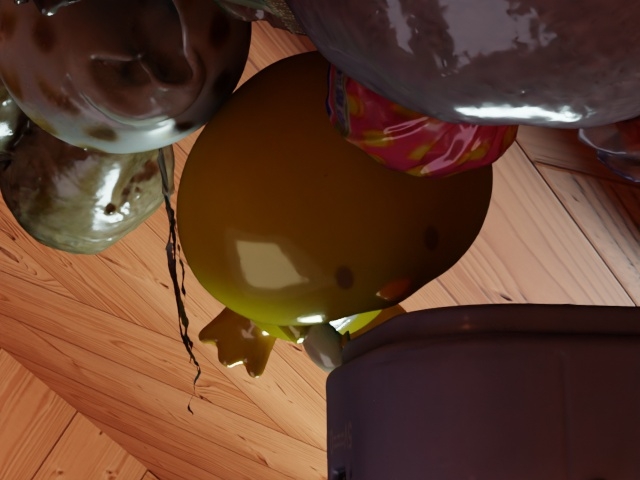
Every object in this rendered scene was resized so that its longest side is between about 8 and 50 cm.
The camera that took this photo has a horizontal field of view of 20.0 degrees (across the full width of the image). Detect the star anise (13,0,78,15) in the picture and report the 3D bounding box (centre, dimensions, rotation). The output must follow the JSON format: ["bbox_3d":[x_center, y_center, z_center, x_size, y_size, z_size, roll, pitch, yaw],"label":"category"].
[{"bbox_3d":[-0.192,-0.248,1.108,0.220,0.099,0.214,61,151,4],"label":"star anise"}]

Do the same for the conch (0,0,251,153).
[{"bbox_3d":[-0.139,-0.152,1.240,0.275,0.182,0.149,23,-160,40],"label":"conch"}]

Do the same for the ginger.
[{"bbox_3d":[-0.265,-0.119,1.613,0.304,0.155,0.244,45,169,-12],"label":"ginger"}]

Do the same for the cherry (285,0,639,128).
[{"bbox_3d":[0.079,-0.146,0.773,0.213,0.183,0.266,6,139,30],"label":"cherry"}]

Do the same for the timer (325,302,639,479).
[{"bbox_3d":[0.183,0.151,1.199,0.395,0.173,0.395,-2,169,0],"label":"timer"}]

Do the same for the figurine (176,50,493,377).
[{"bbox_3d":[0.000,0.000,1.276,0.187,0.215,0.343,57,161,16],"label":"figurine"}]

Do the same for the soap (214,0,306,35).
[{"bbox_3d":[-0.056,-0.217,0.978,0.218,0.098,0.273,16,157,45],"label":"soap"}]

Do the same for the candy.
[{"bbox_3d":[0.163,-0.081,0.999,0.365,0.124,0.124,8,153,34],"label":"candy"}]

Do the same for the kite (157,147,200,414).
[{"bbox_3d":[-0.120,-0.031,1.394,0.015,0.310,0.169,-9,154,-5],"label":"kite"}]
